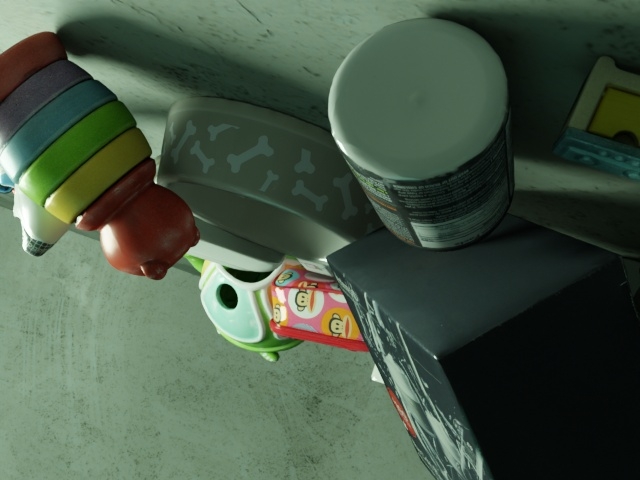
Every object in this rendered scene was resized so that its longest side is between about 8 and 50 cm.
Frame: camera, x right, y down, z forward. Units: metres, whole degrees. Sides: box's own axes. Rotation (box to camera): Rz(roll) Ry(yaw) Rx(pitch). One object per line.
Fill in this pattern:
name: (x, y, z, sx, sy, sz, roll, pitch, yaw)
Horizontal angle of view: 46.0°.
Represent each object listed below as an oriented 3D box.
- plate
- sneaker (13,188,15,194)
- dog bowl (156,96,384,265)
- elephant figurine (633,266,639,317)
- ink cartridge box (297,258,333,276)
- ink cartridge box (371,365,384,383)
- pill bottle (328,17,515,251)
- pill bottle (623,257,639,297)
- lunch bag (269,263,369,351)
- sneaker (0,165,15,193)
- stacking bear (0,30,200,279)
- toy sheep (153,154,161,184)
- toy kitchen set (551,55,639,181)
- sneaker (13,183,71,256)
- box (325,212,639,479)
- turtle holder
plate: (-0.179, -0.022, 1.231, 0.278, 0.045, 0.277, 18, -163, 2)
sneaker: (-0.520, -0.115, 1.395, 0.118, 0.107, 0.279, 1, -163, -40)
dog bowl: (-0.057, -0.062, 1.003, 0.349, 0.102, 0.349, 18, 169, 4)
elephant figurine: (0.401, 0.051, 0.617, 0.239, 0.169, 0.186, 25, -176, 8)
ink cartridge box: (0.000, 0.000, 1.225, 0.052, 0.088, 0.122, 14, 168, 13)
ink cartridge box: (0.219, 0.147, 1.173, 0.171, 0.232, 0.168, 11, 166, 40)
pill bottle: (0.096, -0.067, 0.635, 0.130, 0.130, 0.245, 16, 168, 19)
pill bottle: (0.354, 0.121, 0.965, 0.176, 0.176, 0.318, 17, 169, 16)
lunch bag: (0.075, 0.108, 1.334, 0.258, 0.120, 0.293, 7, -171, 26)
sneaker: (-0.511, -0.119, 1.212, 0.085, 0.086, 0.237, 24, 170, -28)
stacking bear: (-0.264, -0.078, 0.872, 0.164, 0.175, 0.289, -36, 101, 30)
toy sheep: (-0.227, -0.091, 1.184, 0.091, 0.091, 0.132, 32, -172, -46)
toy kitchen set: (0.240, -0.061, 0.435, 0.166, 0.122, 0.207, 19, 169, 6)
sneaker: (-0.378, -0.075, 1.012, 0.090, 0.095, 0.235, 20, -158, -31)
box: (0.182, 0.146, 0.785, 0.312, 0.179, 0.343, 66, 172, -17)
turtle holder: (-0.136, 0.066, 1.529, 0.320, 0.243, 0.227, 58, 171, 30)
